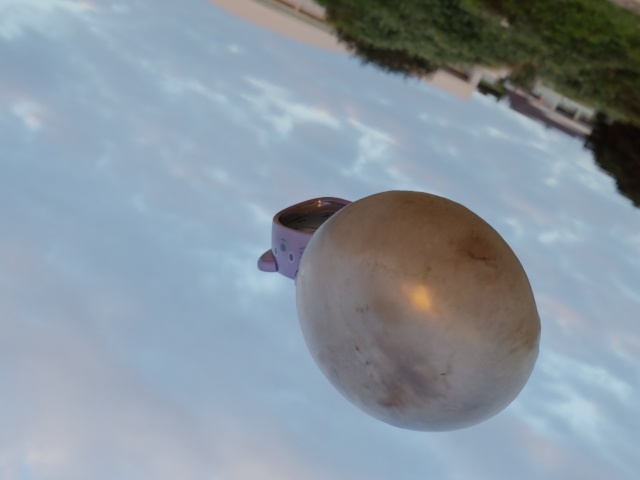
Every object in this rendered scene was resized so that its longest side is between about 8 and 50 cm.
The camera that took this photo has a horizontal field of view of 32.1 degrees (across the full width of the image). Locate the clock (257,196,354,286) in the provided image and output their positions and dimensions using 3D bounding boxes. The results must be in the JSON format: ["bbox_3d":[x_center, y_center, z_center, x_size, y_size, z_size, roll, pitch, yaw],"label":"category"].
[{"bbox_3d":[0.000,0.000,1.131,0.110,0.050,0.152,-20,-161,-24],"label":"clock"}]

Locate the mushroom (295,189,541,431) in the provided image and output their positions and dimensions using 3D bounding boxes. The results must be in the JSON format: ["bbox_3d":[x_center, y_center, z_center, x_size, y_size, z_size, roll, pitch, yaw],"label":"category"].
[{"bbox_3d":[0.089,0.059,0.979,0.226,0.226,0.178,35,-137,24],"label":"mushroom"}]
